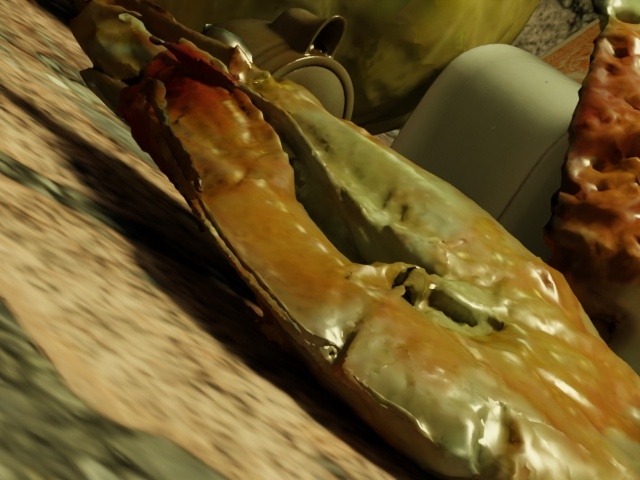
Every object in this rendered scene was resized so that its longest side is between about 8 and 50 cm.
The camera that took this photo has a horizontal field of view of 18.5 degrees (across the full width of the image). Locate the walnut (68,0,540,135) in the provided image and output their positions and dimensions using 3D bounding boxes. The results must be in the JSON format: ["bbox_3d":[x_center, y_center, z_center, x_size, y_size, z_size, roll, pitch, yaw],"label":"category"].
[{"bbox_3d":[-0.009,-0.200,1.081,0.282,0.277,0.253,22,-7,33],"label":"walnut"}]

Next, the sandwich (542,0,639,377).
[{"bbox_3d":[0.189,0.019,0.737,0.292,0.212,0.109,27,-21,23],"label":"sandwich"}]

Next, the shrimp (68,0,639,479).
[{"bbox_3d":[0.000,-0.001,0.613,0.294,0.062,0.154,41,15,35],"label":"shrimp"}]

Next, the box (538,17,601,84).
[{"bbox_3d":[0.236,-0.118,1.239,0.204,0.365,0.051,5,-57,55],"label":"box"}]

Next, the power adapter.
[{"bbox_3d":[0.145,0.014,0.927,0.187,0.124,0.255,31,8,-18],"label":"power adapter"}]

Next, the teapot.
[{"bbox_3d":[-0.037,-0.068,0.843,0.110,0.085,0.080,-2,30,-45],"label":"teapot"}]
